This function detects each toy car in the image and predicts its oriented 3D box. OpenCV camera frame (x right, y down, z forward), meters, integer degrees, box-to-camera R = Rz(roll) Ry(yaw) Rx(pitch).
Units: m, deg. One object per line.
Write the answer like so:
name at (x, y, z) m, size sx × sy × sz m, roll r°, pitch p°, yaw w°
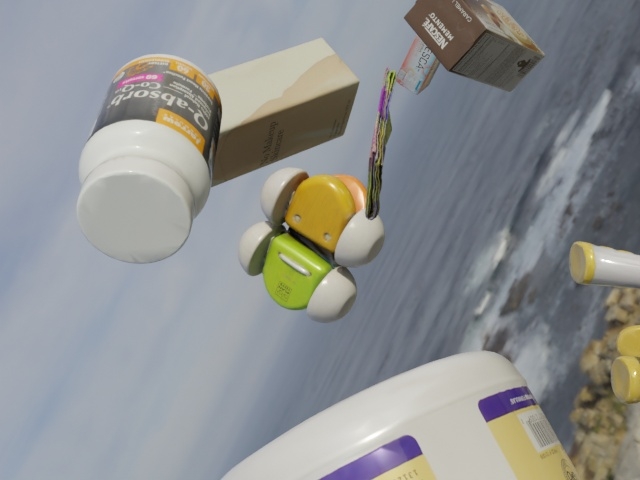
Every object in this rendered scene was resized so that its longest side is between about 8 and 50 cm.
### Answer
toy car at (0.000, 0.000, 1.069) m, size 0.136 × 0.159 × 0.182 m, roll -19°, pitch -43°, yaw -61°

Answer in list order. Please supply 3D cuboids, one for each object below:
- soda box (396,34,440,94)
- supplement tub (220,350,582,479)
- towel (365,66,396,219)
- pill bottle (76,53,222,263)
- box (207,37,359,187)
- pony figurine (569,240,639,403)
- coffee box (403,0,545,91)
soda box at (0.214, -0.378, 1.688) m, size 0.063 × 0.058 × 0.183 m, roll -44°, pitch -15°, yaw -48°
supplement tub at (0.093, 0.265, 0.551) m, size 0.241 × 0.331 × 0.241 m, roll -24°, pitch -20°, yaw -9°
towel at (0.038, -0.059, 0.539) m, size 0.060 × 0.009 × 0.083 m, roll 90°, pitch -170°, yaw -51°
pill bottle at (-0.212, -0.107, 1.090) m, size 0.278 × 0.162 × 0.162 m, roll -92°, pitch 24°, yaw -53°
box at (-0.102, -0.212, 1.450) m, size 0.311 × 0.121 × 0.148 m, roll -26°, pitch -26°, yaw -26°
pony figurine at (0.426, 0.073, 0.697) m, size 0.351 × 0.363 × 0.303 m, roll -106°, pitch 17°, yaw -81°
coffee box at (0.274, -0.359, 1.524) m, size 0.098 × 0.141 × 0.246 m, roll -47°, pitch -27°, yaw 27°
